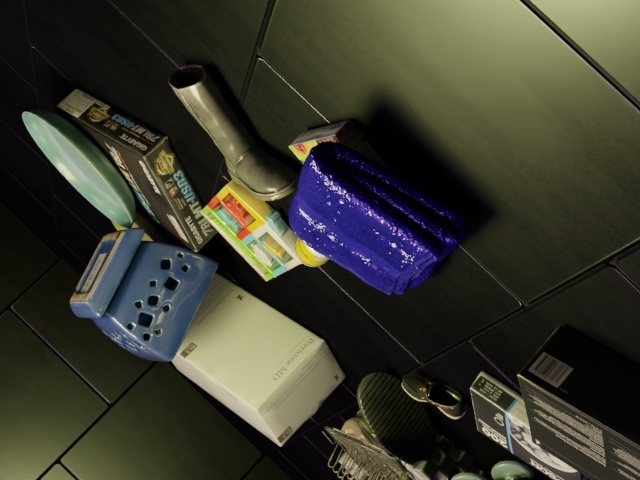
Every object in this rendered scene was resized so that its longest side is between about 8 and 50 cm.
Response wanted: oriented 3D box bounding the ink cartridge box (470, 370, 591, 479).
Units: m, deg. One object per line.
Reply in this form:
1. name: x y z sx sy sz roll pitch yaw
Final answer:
1. ink cartridge box: 0.340 0.324 1.745 0.206 0.045 0.208 31 159 32

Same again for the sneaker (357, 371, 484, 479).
1. sneaker: 0.165 0.388 2.117 0.330 0.122 0.146 50 159 -15

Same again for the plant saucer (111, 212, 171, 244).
1. plant saucer: -0.419 0.002 2.645 0.241 0.037 0.241 38 161 16

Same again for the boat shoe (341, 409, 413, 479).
1. boat shoe: 0.188 0.487 2.270 0.132 0.130 0.355 -10 117 55

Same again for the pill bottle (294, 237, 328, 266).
1. pill bottle: 0.000 0.000 1.731 0.065 0.065 0.116 44 161 0

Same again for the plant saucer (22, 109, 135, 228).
1. plant saucer: -0.486 -0.155 2.232 0.317 0.044 0.317 39 163 15

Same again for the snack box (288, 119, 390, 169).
1. snack box: 0.027 -0.109 1.485 0.100 0.037 0.141 49 159 -17

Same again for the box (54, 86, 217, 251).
1. box: -0.368 -0.143 2.188 0.293 0.073 0.295 32 158 35

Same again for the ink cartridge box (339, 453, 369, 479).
1. ink cartridge box: 0.161 0.559 2.535 0.212 0.093 0.154 48 162 -6

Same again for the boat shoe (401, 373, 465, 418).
1. boat shoe: 0.198 0.265 1.912 0.133 0.049 0.042 27 150 36

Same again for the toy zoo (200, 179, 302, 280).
1. toy zoo: -0.118 -0.020 1.986 0.192 0.030 0.293 46 161 -4

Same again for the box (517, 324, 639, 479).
1. box: 0.392 0.247 1.383 0.261 0.103 0.184 30 154 35

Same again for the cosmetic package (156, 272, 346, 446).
1. cosmetic package: -0.160 0.251 2.365 0.385 0.217 0.156 25 154 41

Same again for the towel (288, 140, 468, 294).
1. towel: 0.062 -0.016 1.466 0.227 0.076 0.308 29 164 1

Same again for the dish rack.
1. dish rack: 0.111 0.462 2.096 0.208 0.074 0.271 14 151 39

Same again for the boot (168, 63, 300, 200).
1. boot: -0.132 -0.168 1.663 0.189 0.076 0.208 20 142 47

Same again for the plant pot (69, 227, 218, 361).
1. plant pot: -0.382 0.103 2.273 0.212 0.236 0.236 31 165 -22

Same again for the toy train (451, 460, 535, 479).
1. toy train: 0.292 0.508 1.932 0.334 0.142 0.190 -23 121 35
